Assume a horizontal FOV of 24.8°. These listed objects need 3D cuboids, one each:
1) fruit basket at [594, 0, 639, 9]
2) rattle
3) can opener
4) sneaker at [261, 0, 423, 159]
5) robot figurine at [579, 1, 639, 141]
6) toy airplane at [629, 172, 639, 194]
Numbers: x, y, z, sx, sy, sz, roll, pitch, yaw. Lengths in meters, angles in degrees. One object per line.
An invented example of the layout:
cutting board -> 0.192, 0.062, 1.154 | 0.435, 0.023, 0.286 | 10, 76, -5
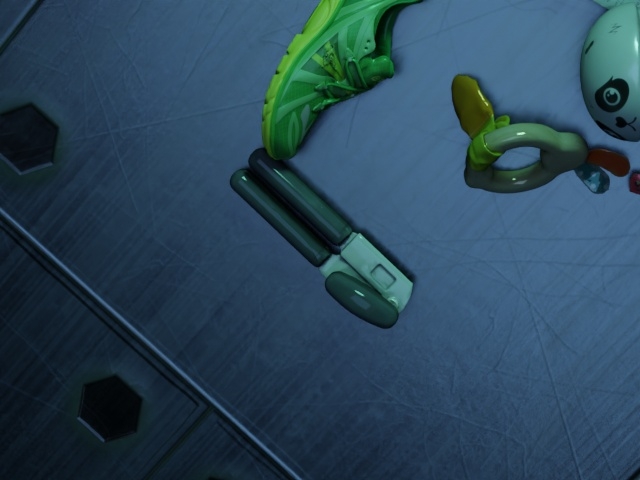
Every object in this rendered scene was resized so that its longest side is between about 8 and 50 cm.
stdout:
fruit basket -> 0.320, -0.474, 1.712 | 0.353, 0.165, 0.327 | 25, 108, -14
rattle -> 0.273, -0.133, 1.822 | 0.200, 0.142, 0.130 | -7, 131, -4
can opener -> 0.000, 0.000, 1.858 | 0.283, 0.095, 0.076 | 43, 103, 0
sneaker -> 0.024, -0.217, 1.809 | 0.123, 0.109, 0.295 | 34, 103, 7
robot figurine -> 0.445, -0.200, 1.706 | 0.278, 0.173, 0.209 | -2, 99, 10
toy airplane -> 0.455, -0.035, 1.808 | 0.151, 0.028, 0.151 | 2, 100, 11
